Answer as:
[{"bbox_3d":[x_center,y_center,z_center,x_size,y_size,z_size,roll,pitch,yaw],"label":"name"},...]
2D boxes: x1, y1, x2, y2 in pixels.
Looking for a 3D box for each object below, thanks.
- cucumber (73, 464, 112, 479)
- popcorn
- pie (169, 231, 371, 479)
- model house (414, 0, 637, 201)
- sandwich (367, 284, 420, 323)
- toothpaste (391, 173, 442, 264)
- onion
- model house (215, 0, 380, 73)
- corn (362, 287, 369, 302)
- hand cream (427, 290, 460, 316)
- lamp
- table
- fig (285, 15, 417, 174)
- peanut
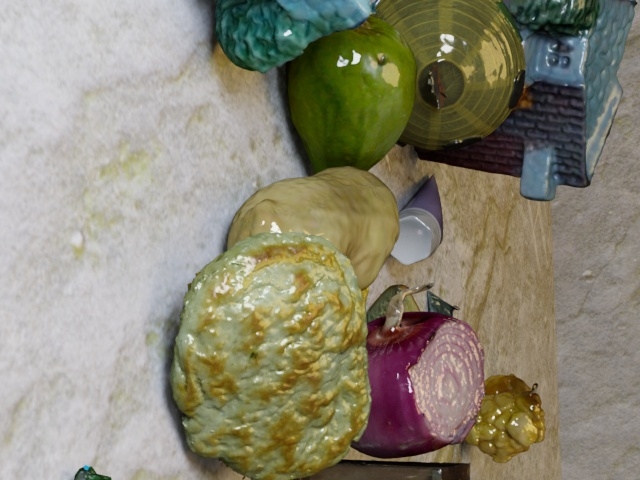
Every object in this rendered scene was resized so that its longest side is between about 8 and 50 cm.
[{"bbox_3d":[-0.156,0.294,0.830,0.044,0.043,0.256,-23,107,-74],"label":"cucumber"},{"bbox_3d":[0.344,0.338,2.046,0.140,0.163,0.194,52,-6,-15],"label":"popcorn"},{"bbox_3d":[-0.052,0.111,1.019,0.201,0.090,0.248,-14,112,-26],"label":"pie"},{"bbox_3d":[0.275,-0.246,1.756,0.297,0.360,0.339,-9,108,-58],"label":"model house"},{"bbox_3d":[0.117,0.158,1.543,0.258,0.096,0.094,62,24,-46],"label":"sandwich"},{"bbox_3d":[0.172,-0.028,1.769,0.371,0.080,0.125,-35,119,-73],"label":"toothpaste"},{"bbox_3d":[0.091,0.176,1.341,0.200,0.201,0.207,65,29,-44],"label":"onion"},{"bbox_3d":[-0.060,-0.342,1.041,0.241,0.226,0.261,43,40,-42],"label":"model house"},{"bbox_3d":[0.013,0.100,1.303,0.206,0.067,0.067,-63,144,-55],"label":"corn"},{"bbox_3d":[0.205,0.208,1.836,0.075,0.052,0.247,56,35,-55],"label":"hand cream"},{"bbox_3d":[0.163,-0.240,1.502,0.284,0.250,0.250,-77,158,-70],"label":"lamp"},{"bbox_3d":[0.073,0.339,1.244,0.193,0.169,0.172,32,58,-71],"label":"table"},{"bbox_3d":[0.042,-0.166,1.304,0.167,0.167,0.233,-55,130,-61],"label":"fig"},{"bbox_3d":[0.000,0.000,1.186,0.319,0.148,0.147,-23,108,-68],"label":"peanut"}]
